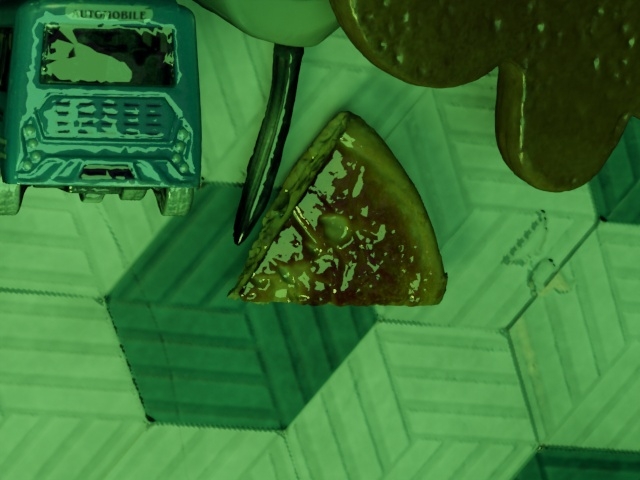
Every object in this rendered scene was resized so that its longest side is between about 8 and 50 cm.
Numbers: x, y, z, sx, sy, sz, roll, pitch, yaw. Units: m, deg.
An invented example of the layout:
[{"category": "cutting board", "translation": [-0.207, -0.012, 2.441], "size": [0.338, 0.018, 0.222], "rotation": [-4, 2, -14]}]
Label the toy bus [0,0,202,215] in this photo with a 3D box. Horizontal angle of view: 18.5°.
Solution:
[{"category": "toy bus", "translation": [-0.144, -0.085, 1.160], "size": [0.113, 0.246, 0.134], "rotation": [0, 96, -15]}]

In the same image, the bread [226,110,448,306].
[{"category": "bread", "translation": [0.013, -0.021, 1.323], "size": [0.154, 0.054, 0.136], "rotation": [-3, 110, -20]}]

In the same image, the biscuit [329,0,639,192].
[{"category": "biscuit", "translation": [0.185, -0.172, 1.276], "size": [0.432, 0.064, 0.283], "rotation": [-1, 107, -31]}]

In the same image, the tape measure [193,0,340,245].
[{"category": "tape measure", "translation": [-0.041, -0.165, 1.207], "size": [0.215, 0.098, 0.351], "rotation": [5, 115, -59]}]
